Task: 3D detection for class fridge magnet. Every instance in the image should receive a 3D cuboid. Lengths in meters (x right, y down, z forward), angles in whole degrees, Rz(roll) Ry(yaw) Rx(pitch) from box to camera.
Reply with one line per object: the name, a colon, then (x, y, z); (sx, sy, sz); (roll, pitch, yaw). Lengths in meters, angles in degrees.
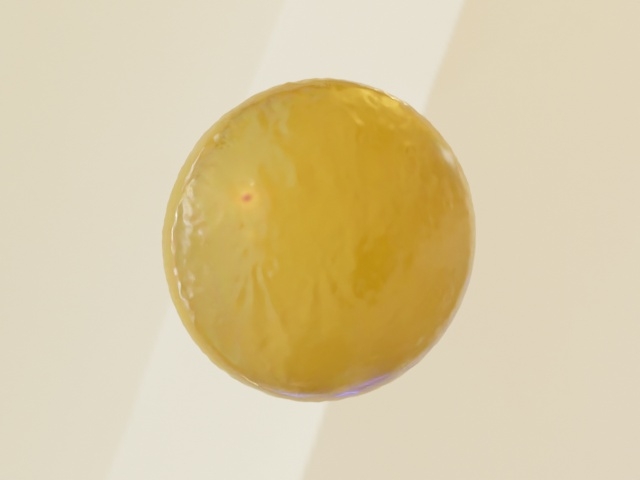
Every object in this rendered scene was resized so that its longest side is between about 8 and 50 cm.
fridge magnet: (0.000, 0.000, 0.666); (0.143, 0.063, 0.143); (-2, -82, -18)
